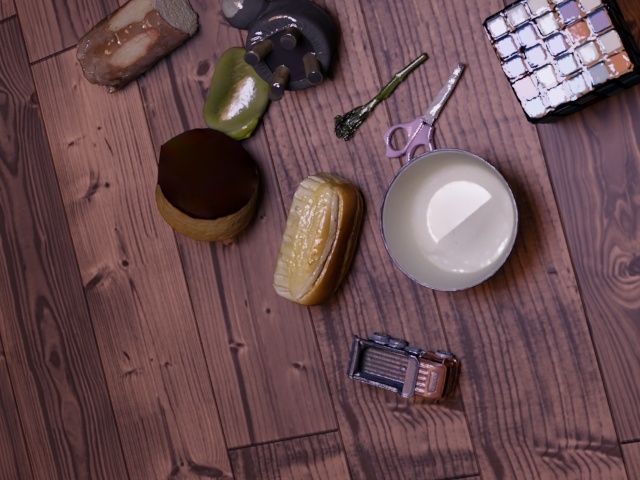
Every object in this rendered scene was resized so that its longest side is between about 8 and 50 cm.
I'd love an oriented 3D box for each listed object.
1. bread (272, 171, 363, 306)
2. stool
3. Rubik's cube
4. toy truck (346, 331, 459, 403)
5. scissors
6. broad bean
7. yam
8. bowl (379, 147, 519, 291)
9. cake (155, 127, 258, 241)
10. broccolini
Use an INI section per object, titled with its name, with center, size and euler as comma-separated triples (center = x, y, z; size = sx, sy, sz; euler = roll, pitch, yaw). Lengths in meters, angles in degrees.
[bread]
center = 0.000, 0.000, 1.818
size = 0.106, 0.140, 0.236
euler = 20, 102, 26
[stool]
center = -0.077, -0.343, 1.794
size = 0.228, 0.139, 0.153
euler = 18, 129, -2
[Rubik's cube]
center = 0.388, -0.300, 1.594
size = 0.182, 0.187, 0.184
euler = -26, 85, 23
[toy truck]
center = 0.141, 0.223, 1.795
size = 0.192, 0.092, 0.083
euler = 14, 99, 23
[scissors]
center = 0.192, -0.218, 1.778
size = 0.110, 0.021, 0.212
euler = 39, 108, 21
[broad bean]
center = -0.156, -0.271, 1.901
size = 0.124, 0.082, 0.174
euler = 26, 104, 18
[yam]
center = -0.361, -0.392, 1.967
size = 0.238, 0.129, 0.128
euler = -30, 117, 24
[bowl]
center = 0.231, -0.036, 1.716
size = 0.237, 0.126, 0.238
euler = 2, 94, 25
[cake]
center = -0.220, -0.089, 1.903
size = 0.207, 0.185, 0.178
euler = 36, 151, -2
[broccolini]
center = 0.109, -0.254, 1.811
size = 0.218, 0.044, 0.042
euler = -37, 63, 17
